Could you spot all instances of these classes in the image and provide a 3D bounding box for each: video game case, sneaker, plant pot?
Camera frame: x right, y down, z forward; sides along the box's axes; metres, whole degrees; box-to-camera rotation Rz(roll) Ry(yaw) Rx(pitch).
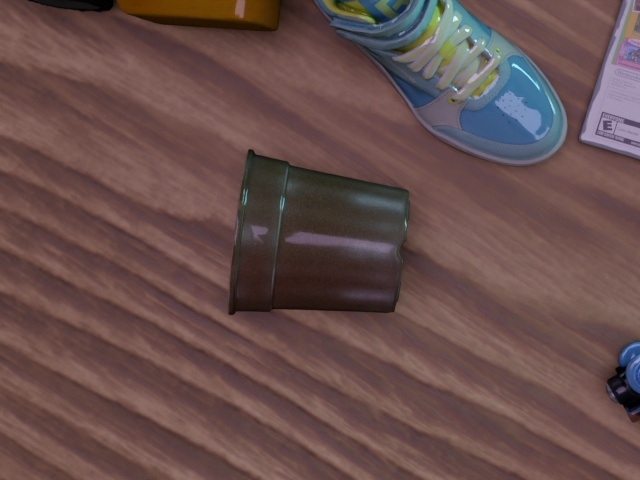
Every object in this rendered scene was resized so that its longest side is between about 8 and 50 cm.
[{"bbox_3d":[0.388,-0.160,1.373,0.212,0.023,0.193,18,94,8],"label":"video game case"},{"bbox_3d":[0.104,-0.188,1.318,0.319,0.208,0.127,39,94,5],"label":"sneaker"},{"bbox_3d":[0.000,0.000,1.369,0.165,0.167,0.166,6,93,0],"label":"plant pot"}]

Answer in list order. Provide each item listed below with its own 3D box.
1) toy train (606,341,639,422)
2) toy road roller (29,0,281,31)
[{"bbox_3d":[0.377,0.129,1.357,0.184,0.080,0.105,-30,94,7],"label":"toy train"},{"bbox_3d":[-0.188,-0.322,1.321,0.330,0.240,0.202,7,93,18],"label":"toy road roller"}]
